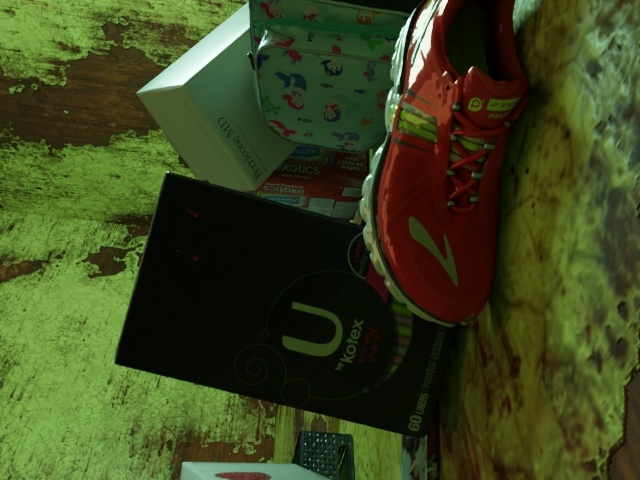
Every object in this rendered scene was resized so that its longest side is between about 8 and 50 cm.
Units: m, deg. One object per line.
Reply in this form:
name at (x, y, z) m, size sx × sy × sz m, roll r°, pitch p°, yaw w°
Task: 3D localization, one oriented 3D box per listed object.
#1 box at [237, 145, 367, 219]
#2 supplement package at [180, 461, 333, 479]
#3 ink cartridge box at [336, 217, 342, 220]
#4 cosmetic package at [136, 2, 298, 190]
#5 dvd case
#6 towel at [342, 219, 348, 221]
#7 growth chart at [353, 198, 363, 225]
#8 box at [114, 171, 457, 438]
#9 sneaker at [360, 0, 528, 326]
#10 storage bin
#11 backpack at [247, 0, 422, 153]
box at (-0.049, -0.128, 1.101) m, size 0.128 × 0.256 × 0.123 m, roll 108°, pitch 165°, yaw -62°
supplement package at (-0.059, 0.371, 0.696) m, size 0.293 × 0.177 × 0.175 m, roll -21°, pitch 62°, yaw 62°
ink cartridge box at (0.000, 0.000, 1.202) m, size 0.109 × 0.063 × 0.150 m, roll 55°, pitch 157°, yaw 20°
cosmetic package at (-0.084, -0.268, 0.963) m, size 0.155 × 0.197 × 0.365 m, roll 7°, pitch 50°, yaw 47°
dvd case at (0.096, 0.180, 0.584) m, size 0.087 × 0.013 × 0.120 m, roll 112°, pitch 163°, yaw -68°
towel at (0.028, -0.116, 1.398) m, size 0.271 × 0.040 × 0.370 m, roll 105°, pitch 169°, yaw -58°
growth chart at (0.057, 0.069, 1.017) m, size 0.172 × 0.021 × 0.237 m, roll 102°, pitch 171°, yaw -46°
box at (-0.025, 0.055, 0.552) m, size 0.143 × 0.270 × 0.165 m, roll -173°, pitch 98°, yaw -84°
sneaker at (0.099, -0.077, 0.443) m, size 0.118 × 0.107 × 0.279 m, roll 150°, pitch 125°, yaw -71°
storage bin at (-0.004, 0.399, 0.948) m, size 0.122 × 0.084 × 0.180 m, roll -91°, pitch 11°, yaw -49°
backpack at (0.018, -0.224, 0.771) m, size 0.253 × 0.225 × 0.191 m, roll 101°, pitch 179°, yaw -67°
